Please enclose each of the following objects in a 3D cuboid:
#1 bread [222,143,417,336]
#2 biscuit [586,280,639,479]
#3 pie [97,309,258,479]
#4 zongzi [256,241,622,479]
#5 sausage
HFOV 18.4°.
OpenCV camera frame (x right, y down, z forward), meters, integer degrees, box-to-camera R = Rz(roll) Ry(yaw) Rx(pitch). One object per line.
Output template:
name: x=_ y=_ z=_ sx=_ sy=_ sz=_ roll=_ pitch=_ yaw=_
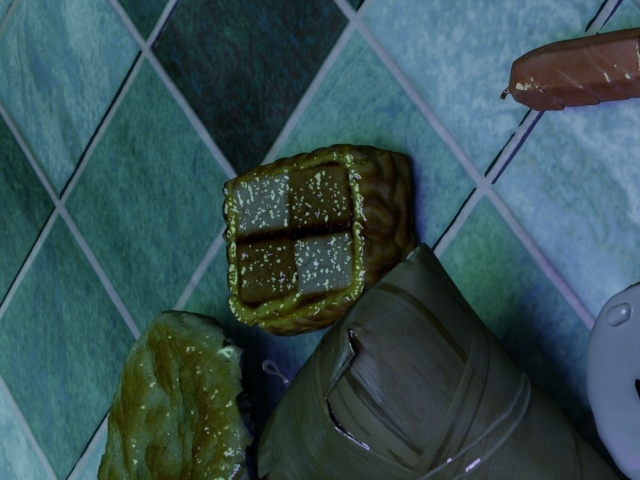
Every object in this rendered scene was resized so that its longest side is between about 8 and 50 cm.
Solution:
bread: x=0.000 y=0.000 z=2.000 sx=0.222 sy=0.096 sz=0.181 roll=-14 pitch=81 yaw=45
biscuit: x=0.296 y=0.121 z=1.676 sx=0.208 sy=0.049 sz=0.181 roll=-22 pitch=83 yaw=60
pie: x=-0.157 y=0.224 z=2.134 sx=0.371 sy=0.078 sz=0.296 roll=-27 pitch=64 yaw=61
zongzi: x=0.109 y=0.241 z=1.873 sx=0.418 sy=0.181 sz=0.447 roll=41 pitch=151 yaw=2
sausage: x=0.236 y=-0.151 z=1.769 sx=0.169 sy=0.065 sz=0.065 roll=-5 pitch=86 yaw=47
